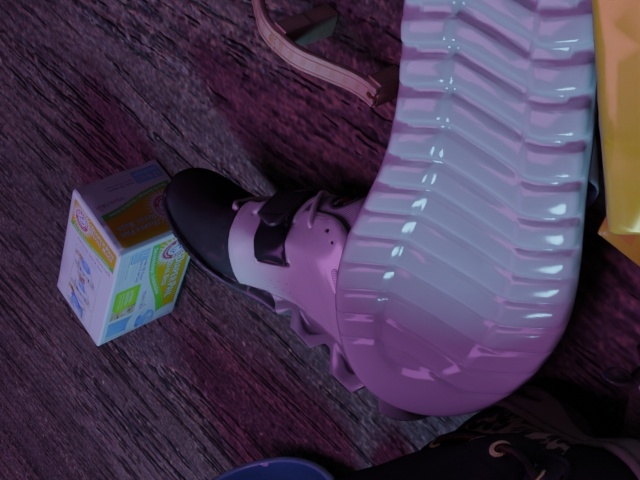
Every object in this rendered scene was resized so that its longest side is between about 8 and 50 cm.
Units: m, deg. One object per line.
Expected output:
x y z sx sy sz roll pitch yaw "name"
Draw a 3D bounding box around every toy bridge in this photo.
-0.015 -0.174 0.887 0.188 0.063 0.026 47 145 23 "toy bridge"

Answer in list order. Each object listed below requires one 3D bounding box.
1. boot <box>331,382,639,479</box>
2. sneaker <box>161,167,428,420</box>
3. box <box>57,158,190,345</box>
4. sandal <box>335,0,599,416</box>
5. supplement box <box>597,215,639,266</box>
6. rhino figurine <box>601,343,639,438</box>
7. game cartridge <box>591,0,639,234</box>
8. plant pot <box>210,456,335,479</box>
0.085 0.221 0.719 0.377 0.284 0.138 -136 26 -77 "boot"
0.000 0.000 0.954 0.330 0.122 0.146 36 124 24 "sneaker"
-0.230 0.016 1.283 0.103 0.114 0.203 52 146 19 "box"
0.120 -0.043 0.759 0.169 0.102 0.416 22 127 15 "sandal"
0.274 0.029 0.610 0.233 0.080 0.078 45 142 30 "supplement box"
0.257 0.155 0.732 0.106 0.073 0.243 -9 104 54 "rhino figurine"
0.253 -0.149 0.443 0.285 0.053 0.323 3 116 27 "game cartridge"
-0.040 0.427 1.203 0.272 0.272 0.255 7 134 53 "plant pot"
